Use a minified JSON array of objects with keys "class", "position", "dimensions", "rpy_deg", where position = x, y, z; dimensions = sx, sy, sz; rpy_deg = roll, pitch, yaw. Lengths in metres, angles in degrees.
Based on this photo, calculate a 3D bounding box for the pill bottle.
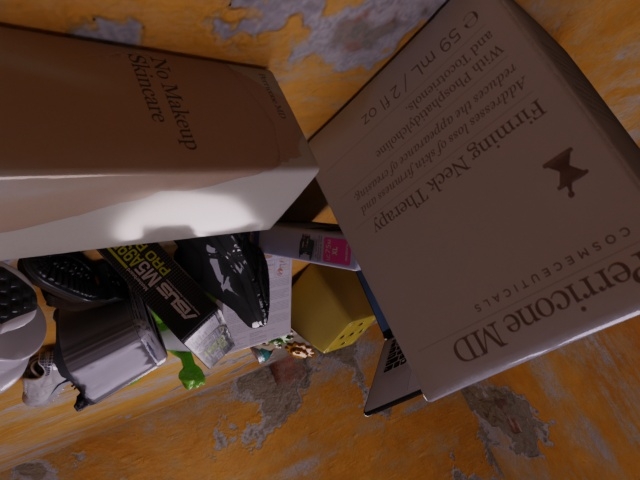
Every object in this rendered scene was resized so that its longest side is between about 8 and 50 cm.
[{"class":"pill bottle","position":[-0.524,0.173,0.671],"dimensions":[0.271,0.153,0.152],"rpy_deg":[-32,161,19]}]

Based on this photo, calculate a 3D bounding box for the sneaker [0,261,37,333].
[{"class":"sneaker","position":[-0.485,0.071,0.521],"dimensions":[0.291,0.110,0.118],"rpy_deg":[4,159,-35]}]

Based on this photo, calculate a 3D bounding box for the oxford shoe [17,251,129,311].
[{"class":"oxford shoe","position":[-0.374,0.068,0.688],"dimensions":[0.096,0.083,0.227],"rpy_deg":[-20,161,-4]}]

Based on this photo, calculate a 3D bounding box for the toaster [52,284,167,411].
[{"class":"toaster","position":[-0.358,0.169,0.803],"dimensions":[0.146,0.227,0.129],"rpy_deg":[-27,123,-16]}]

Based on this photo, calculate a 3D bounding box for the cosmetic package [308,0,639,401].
[{"class":"cosmetic package","position":[0.254,-0.055,0.660],"dimensions":[0.327,0.394,0.329],"rpy_deg":[-4,152,-49]}]

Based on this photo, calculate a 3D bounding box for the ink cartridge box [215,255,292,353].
[{"class":"ink cartridge box","position":[-0.143,0.111,1.003],"dimensions":[0.180,0.225,0.056],"rpy_deg":[-9,-167,-43]}]

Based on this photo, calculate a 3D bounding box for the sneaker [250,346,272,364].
[{"class":"sneaker","position":[-0.179,0.320,1.568],"dimensions":[0.120,0.108,0.302],"rpy_deg":[-28,-175,-6]}]

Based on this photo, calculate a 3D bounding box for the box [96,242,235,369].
[{"class":"box","position":[-0.225,0.075,0.680],"dimensions":[0.060,0.216,0.270],"rpy_deg":[-43,169,-20]}]

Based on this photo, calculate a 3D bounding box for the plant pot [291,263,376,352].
[{"class":"plant pot","position":[0.038,0.194,1.344],"dimensions":[0.212,0.187,0.212],"rpy_deg":[-2,137,-50]}]

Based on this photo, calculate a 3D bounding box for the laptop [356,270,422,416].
[{"class":"laptop","position":[0.217,0.107,1.046],"dimensions":[0.381,0.236,0.408],"rpy_deg":[-36,-170,31]}]

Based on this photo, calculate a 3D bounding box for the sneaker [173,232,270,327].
[{"class":"sneaker","position":[-0.162,0.040,0.761],"dimensions":[0.130,0.109,0.287],"rpy_deg":[-12,128,6]}]

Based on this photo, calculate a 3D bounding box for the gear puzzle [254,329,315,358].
[{"class":"gear puzzle","position":[-0.173,0.270,1.286],"dimensions":[0.338,0.044,0.175],"rpy_deg":[24,141,-18]}]

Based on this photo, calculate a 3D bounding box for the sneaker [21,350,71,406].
[{"class":"sneaker","position":[-0.622,0.303,1.049],"dimensions":[0.235,0.090,0.094],"rpy_deg":[-39,145,27]}]

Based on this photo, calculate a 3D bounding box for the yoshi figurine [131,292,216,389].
[{"class":"yoshi figurine","position":[-0.328,0.218,1.017],"dimensions":[0.361,0.204,0.203],"rpy_deg":[-20,154,-10]}]

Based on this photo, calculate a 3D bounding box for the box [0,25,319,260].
[{"class":"box","position":[-0.170,-0.083,0.431],"dimensions":[0.310,0.148,0.121],"rpy_deg":[-10,157,-42]}]

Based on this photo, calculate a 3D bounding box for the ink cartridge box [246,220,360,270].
[{"class":"ink cartridge box","position":[0.000,0.000,0.855],"dimensions":[0.310,0.065,0.185],"rpy_deg":[5,-175,41]}]
